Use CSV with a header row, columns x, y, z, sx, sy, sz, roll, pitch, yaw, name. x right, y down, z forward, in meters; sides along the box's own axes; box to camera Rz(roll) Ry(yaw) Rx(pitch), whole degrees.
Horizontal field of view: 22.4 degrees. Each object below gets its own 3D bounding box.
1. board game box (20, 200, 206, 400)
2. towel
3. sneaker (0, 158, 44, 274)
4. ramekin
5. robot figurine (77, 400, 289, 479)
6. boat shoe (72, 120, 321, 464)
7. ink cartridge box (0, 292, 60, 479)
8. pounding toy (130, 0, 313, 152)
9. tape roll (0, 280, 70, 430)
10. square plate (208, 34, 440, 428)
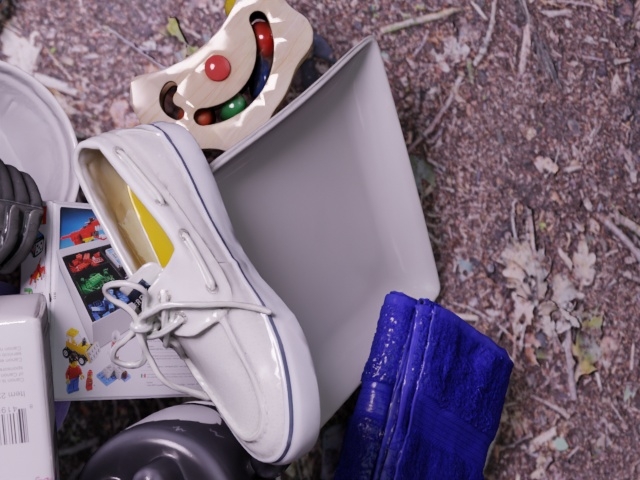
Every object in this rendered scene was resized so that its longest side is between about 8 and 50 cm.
x,y,z,sx,sy,sz,roll,pitch,yaw,name
-0.174,0.065,1.654,0.305,0.053,0.193,5,85,-49,board game box
0.123,0.236,1.833,0.227,0.076,0.308,31,67,-39,towel
-0.317,-0.001,1.436,0.147,0.104,0.296,29,28,-27,sneaker
-0.355,-0.071,1.617,0.207,0.109,0.207,8,75,-30,ramekin
-0.140,0.250,1.593,0.209,0.278,0.174,16,98,12,robot figurine
-0.136,0.051,1.495,0.156,0.136,0.367,-10,68,-42,boat shoe
-0.349,0.212,1.457,0.226,0.131,0.306,-3,101,-7,ink cartridge box
-0.119,-0.165,1.792,0.154,0.155,0.269,27,90,-1,pounding toy
-0.345,0.136,1.596,0.189,0.080,0.189,7,77,-31,tape roll
0.000,0.000,1.772,0.344,0.049,0.347,-44,128,-44,square plate
